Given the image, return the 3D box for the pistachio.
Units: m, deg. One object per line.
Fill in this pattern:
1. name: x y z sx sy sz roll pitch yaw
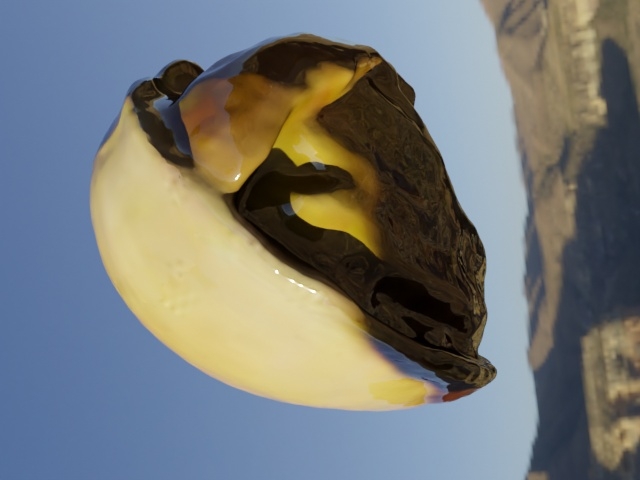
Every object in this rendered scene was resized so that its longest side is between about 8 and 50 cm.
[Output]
1. pistachio: 0.000 0.000 0.423 0.165 0.130 0.210 45 180 41
